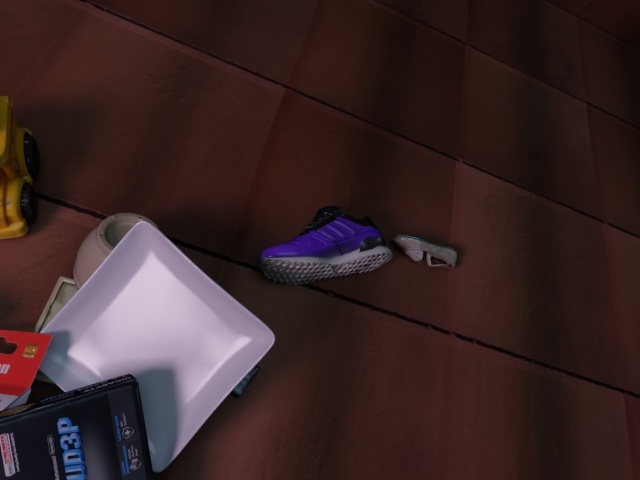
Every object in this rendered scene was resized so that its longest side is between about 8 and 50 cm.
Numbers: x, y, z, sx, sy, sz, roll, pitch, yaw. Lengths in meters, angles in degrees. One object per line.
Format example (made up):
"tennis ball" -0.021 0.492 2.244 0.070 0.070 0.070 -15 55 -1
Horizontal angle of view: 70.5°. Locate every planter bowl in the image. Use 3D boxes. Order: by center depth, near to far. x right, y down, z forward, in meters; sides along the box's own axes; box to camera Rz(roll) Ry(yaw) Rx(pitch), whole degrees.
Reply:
"planter bowl" -0.327 0.022 0.769 0.162 0.109 0.162 16 43 -15

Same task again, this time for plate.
"plate" -0.254 0.157 0.693 0.277 0.045 0.278 41 91 2

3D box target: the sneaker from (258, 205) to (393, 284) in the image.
"sneaker" 0.000 0.000 0.945 0.293 0.102 0.146 -4 64 -28

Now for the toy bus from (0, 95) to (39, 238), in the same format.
"toy bus" -0.551 -0.134 0.723 0.149 0.211 0.220 -2 68 -24

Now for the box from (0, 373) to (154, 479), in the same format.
"box" -0.321 0.312 0.604 0.175 0.051 0.220 -9 92 -34

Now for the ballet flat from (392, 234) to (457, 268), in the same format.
"ballet flat" 0.244 0.030 1.046 0.168 0.057 0.052 14 71 -15

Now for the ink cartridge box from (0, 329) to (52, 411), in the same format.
"ink cartridge box" -0.499 0.224 0.618 0.181 0.056 0.224 2 64 13

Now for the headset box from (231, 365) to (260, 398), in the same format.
"headset box" -0.160 0.229 0.805 0.083 0.032 0.062 37 58 0

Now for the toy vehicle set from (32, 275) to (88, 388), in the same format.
"toy vehicle set" -0.331 0.176 0.761 0.267 0.035 0.166 18 61 -12
